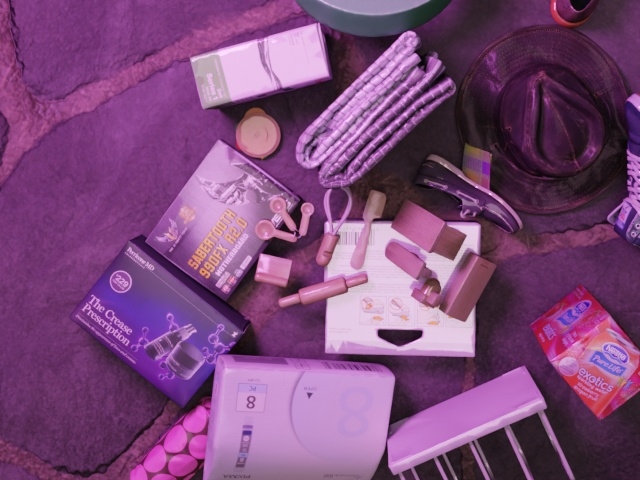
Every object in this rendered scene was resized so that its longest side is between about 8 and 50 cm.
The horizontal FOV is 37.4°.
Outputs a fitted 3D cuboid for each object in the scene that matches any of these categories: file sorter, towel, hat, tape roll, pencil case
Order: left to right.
[{"bbox_3d":[-0.248,0.389,1.735,0.209,0.095,0.098,-44,113,10],"label":"pencil case"},{"bbox_3d":[0.087,-0.495,1.552,0.321,0.077,0.321,0,75,1],"label":"tape roll"},{"bbox_3d":[0.088,-0.211,1.566,0.284,0.235,0.121,-44,96,8],"label":"towel"},{"bbox_3d":[0.272,-0.125,1.645,0.060,0.009,0.083,26,134,38],"label":"towel"},{"bbox_3d":[0.278,0.373,1.647,0.278,0.193,0.173,-26,97,6],"label":"file sorter"},{"bbox_3d":[0.388,-0.202,1.599,0.331,0.134,0.331,1,98,4],"label":"hat"}]

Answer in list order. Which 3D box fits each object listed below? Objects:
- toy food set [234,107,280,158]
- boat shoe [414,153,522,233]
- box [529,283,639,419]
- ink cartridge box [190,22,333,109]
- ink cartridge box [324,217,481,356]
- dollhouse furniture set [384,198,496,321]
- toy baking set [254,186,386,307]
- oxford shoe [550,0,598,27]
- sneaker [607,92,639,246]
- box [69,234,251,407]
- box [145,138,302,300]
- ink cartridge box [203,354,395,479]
[{"bbox_3d":[-0.113,-0.188,1.688,0.083,0.020,0.082,38,98,-2],"label":"toy food set"},{"bbox_3d":[0.255,-0.066,1.646,0.206,0.075,0.065,37,76,6],"label":"boat shoe"},{"bbox_3d":[0.449,0.179,1.577,0.123,0.257,0.128,-40,93,9],"label":"box"},{"bbox_3d":[-0.093,-0.292,1.603,0.219,0.160,0.092,-13,97,6],"label":"ink cartridge box"},{"bbox_3d":[0.144,0.082,1.685,0.275,0.060,0.239,1,98,3],"label":"ink cartridge box"},{"bbox_3d":[0.198,0.035,1.634,0.151,0.123,0.144,23,99,-34],"label":"dollhouse furniture set"},{"bbox_3d":[0.000,0.007,1.641,0.256,0.030,0.196,-12,95,5],"label":"toy baking set"},{"bbox_3d":[0.460,-0.494,1.572,0.097,0.098,0.271,12,94,3],"label":"oxford shoe"},{"bbox_3d":[0.542,-0.100,1.593,0.153,0.099,0.282,-32,113,9],"label":"sneaker"},{"bbox_3d":[-0.286,0.143,1.701,0.261,0.103,0.184,39,95,-2],"label":"box"},{"bbox_3d":[-0.172,-0.037,1.692,0.183,0.056,0.231,37,97,-2],"label":"box"},{"bbox_3d":[-0.048,0.402,1.674,0.308,0.091,0.385,5,97,-16],"label":"ink cartridge box"}]
